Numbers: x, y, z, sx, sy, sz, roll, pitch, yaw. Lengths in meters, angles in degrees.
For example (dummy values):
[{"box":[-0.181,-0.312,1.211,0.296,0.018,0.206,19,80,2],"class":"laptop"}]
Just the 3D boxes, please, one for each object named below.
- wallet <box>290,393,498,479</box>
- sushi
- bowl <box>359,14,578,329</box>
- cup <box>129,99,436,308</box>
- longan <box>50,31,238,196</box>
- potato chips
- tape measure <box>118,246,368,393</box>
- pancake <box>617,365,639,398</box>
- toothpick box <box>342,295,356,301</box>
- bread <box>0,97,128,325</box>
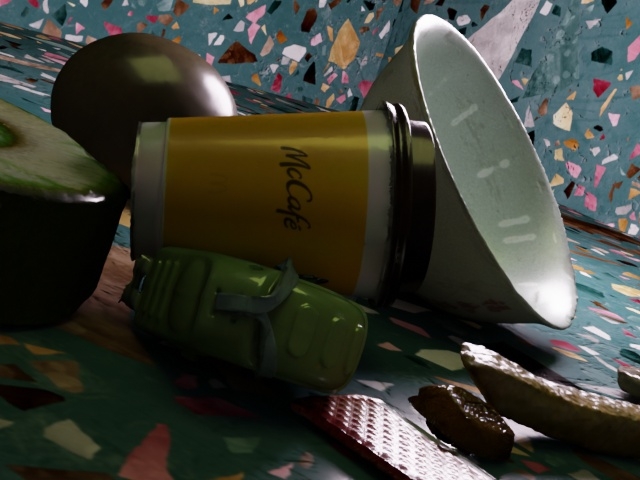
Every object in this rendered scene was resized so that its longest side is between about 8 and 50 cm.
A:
[{"box":[0.073,0.169,0.866,0.103,0.020,0.196,9,15,-45],"class":"wallet"},{"box":[0.120,0.156,0.948,0.099,0.047,0.050,38,27,10],"class":"sushi"},{"box":[0.152,-0.054,1.454,0.435,0.196,0.435,45,31,-36],"class":"bowl"},{"box":[-0.033,-0.039,1.040,0.280,0.196,0.196,4,13,-6],"class":"cup"},{"box":[-0.227,-0.164,1.463,0.248,0.248,0.248,18,11,-4],"class":"longan"},{"box":[0.287,0.171,1.076,0.407,0.080,0.057,16,28,-23],"class":"potato chips"},{"box":[-0.049,0.061,0.915,0.175,0.106,0.200,21,-10,-26],"class":"tape measure"},{"box":[0.459,0.200,1.308,0.222,0.042,0.236,23,8,42],"class":"pancake"},{"box":[-0.039,0.018,1.196,0.153,0.101,0.101,24,12,26],"class":"toothpick box"},{"box":[-0.354,-0.052,0.944,0.366,0.129,0.382,21,12,-3],"class":"bread"}]
